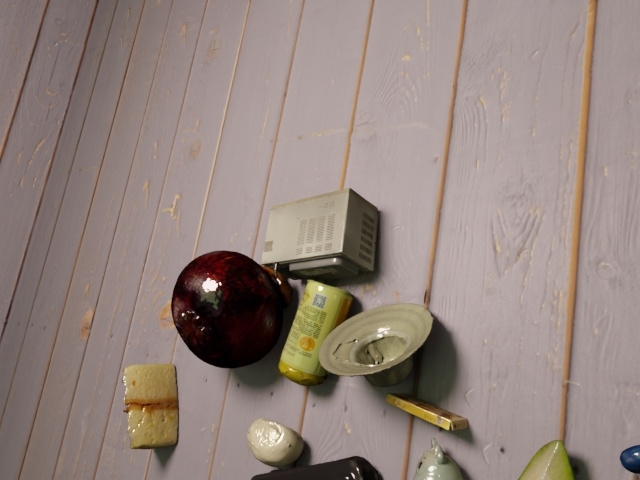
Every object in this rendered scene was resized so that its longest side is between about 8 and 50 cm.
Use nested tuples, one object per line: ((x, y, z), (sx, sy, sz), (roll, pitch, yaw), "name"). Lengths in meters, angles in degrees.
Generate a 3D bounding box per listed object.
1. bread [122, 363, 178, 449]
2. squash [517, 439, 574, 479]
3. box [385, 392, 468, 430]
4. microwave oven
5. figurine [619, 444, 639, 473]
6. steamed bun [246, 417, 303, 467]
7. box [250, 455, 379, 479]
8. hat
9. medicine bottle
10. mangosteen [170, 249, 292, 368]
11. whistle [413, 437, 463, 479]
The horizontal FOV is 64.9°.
((-0.517, 0.474, 1.445), (0.135, 0.178, 0.240), (-25, 63, 29), "bread")
((0.311, 0.483, 0.817), (0.203, 0.111, 0.288), (-6, 72, 2), "squash")
((0.206, 0.332, 0.983), (0.149, 0.073, 0.020), (13, 86, 40), "box")
((0.000, 0.000, 1.205), (0.241, 0.145, 0.193), (-10, 66, 36), "microwave oven")
((0.582, 0.341, 0.654), (0.338, 0.205, 0.283), (-7, 78, 50), "figurine")
((-0.105, 0.470, 1.157), (0.130, 0.112, 0.090), (9, 62, 30), "steamed bun")
((-0.007, 0.651, 1.034), (0.350, 0.091, 0.359), (-26, 61, 29), "box")
((0.131, 0.239, 1.042), (0.252, 0.252, 0.110), (-9, 111, 36), "hat")
((-0.012, 0.217, 1.168), (0.124, 0.124, 0.238), (16, 87, 41), "medicine bottle")
((-0.224, 0.164, 1.267), (0.297, 0.293, 0.297), (5, 111, 13), "mangosteen")
((0.216, 0.489, 0.903), (0.106, 0.102, 0.253), (-17, 61, 25), "whistle")
